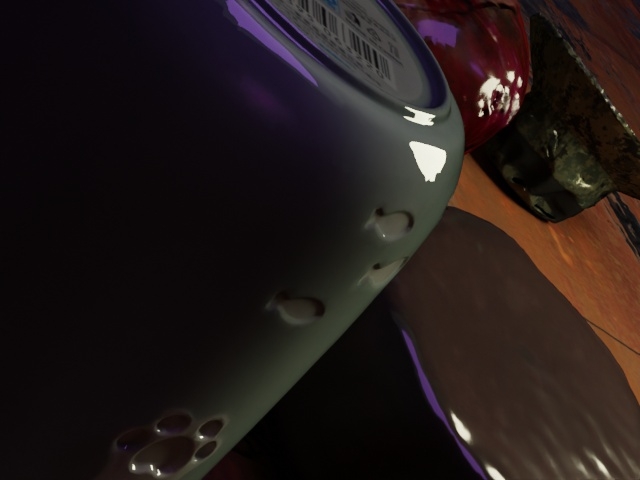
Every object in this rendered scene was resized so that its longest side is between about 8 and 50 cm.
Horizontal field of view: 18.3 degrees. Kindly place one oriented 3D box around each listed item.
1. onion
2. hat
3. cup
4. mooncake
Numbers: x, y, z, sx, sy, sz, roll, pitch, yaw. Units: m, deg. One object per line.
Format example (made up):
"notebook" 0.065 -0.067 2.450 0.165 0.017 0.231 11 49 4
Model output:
"onion" 0.049 -0.122 1.568 0.252 0.252 0.219 -90 176 -71
"hat" 0.240 -0.093 1.978 0.265 0.128 0.265 52 8 -10
"cup" -0.074 -0.040 1.032 0.259 0.274 0.357 47 21 4
"mooncake" 0.084 0.120 1.223 0.283 0.141 0.283 36 30 -25
